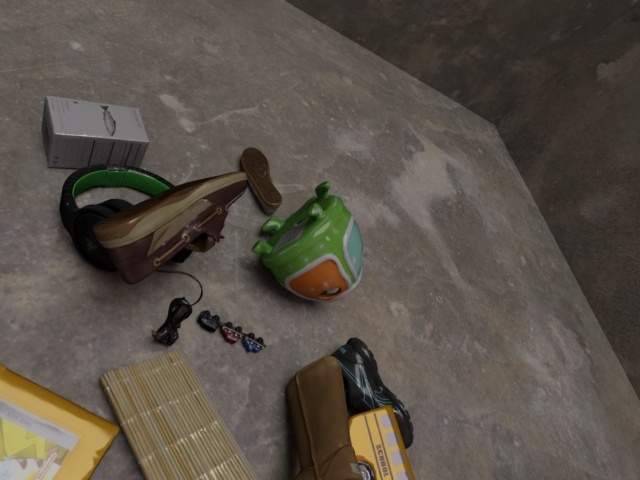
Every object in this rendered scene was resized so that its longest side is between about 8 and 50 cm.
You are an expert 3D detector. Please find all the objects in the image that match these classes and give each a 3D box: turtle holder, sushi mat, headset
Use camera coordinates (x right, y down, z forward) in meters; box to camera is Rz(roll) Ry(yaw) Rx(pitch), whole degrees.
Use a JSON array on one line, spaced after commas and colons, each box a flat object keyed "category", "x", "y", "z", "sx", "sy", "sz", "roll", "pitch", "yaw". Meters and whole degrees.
[{"category": "turtle holder", "x": -0.014, "y": 0.013, "z": 1.017, "sx": 0.227, "sy": 0.243, "sz": 0.320, "roll": 51, "pitch": -1, "yaw": -17}, {"category": "sushi mat", "x": -0.222, "y": 0.325, "z": 0.667, "sx": 0.151, "sy": 0.019, "sz": 0.317, "roll": -11, "pitch": 52, "yaw": -50}, {"category": "headset", "x": -0.356, "y": 0.008, "z": 0.811, "sx": 0.243, "sy": 0.185, "sz": 0.394, "roll": -7, "pitch": 48, "yaw": -47}]

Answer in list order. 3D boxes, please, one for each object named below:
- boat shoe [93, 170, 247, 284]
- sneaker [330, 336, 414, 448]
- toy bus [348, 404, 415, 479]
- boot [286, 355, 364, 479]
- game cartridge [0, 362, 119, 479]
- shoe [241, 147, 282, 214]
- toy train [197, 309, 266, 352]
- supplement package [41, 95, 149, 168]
[{"category": "boat shoe", "x": -0.237, "y": -0.035, "z": 0.741, "sx": 0.342, "sy": 0.123, "sz": 0.123, "roll": -50, "pitch": 128, "yaw": -58}, {"category": "sneaker", "x": 0.109, "y": 0.361, "z": 0.934, "sx": 0.106, "sy": 0.101, "sz": 0.268, "roll": -27, "pitch": 78, "yaw": -25}, {"category": "toy bus", "x": 0.116, "y": 0.499, "z": 0.762, "sx": 0.130, "sy": 0.108, "sz": 0.333, "roll": -8, "pitch": 65, "yaw": -19}, {"category": "boot", "x": -0.033, "y": 0.384, "z": 0.760, "sx": 0.089, "sy": 0.236, "sz": 0.270, "roll": 54, "pitch": 9, "yaw": -33}, {"category": "game cartridge", "x": -0.482, "y": 0.298, "z": 0.511, "sx": 0.323, "sy": 0.052, "sz": 0.285, "roll": 36, "pitch": 42, "yaw": -14}, {"category": "shoe", "x": -0.169, "y": -0.166, "z": 1.135, "sx": 0.076, "sy": 0.058, "sz": 0.219, "roll": -13, "pitch": 62, "yaw": -23}, {"category": "toy train", "x": -0.184, "y": 0.195, "z": 0.853, "sx": 0.158, "sy": 0.027, "sz": 0.036, "roll": 31, "pitch": 47, "yaw": -16}, {"category": "supplement package", "x": -0.483, "y": -0.224, "z": 0.878, "sx": 0.179, "sy": 0.105, "sz": 0.105, "roll": -6, "pitch": 62, "yaw": -42}]
